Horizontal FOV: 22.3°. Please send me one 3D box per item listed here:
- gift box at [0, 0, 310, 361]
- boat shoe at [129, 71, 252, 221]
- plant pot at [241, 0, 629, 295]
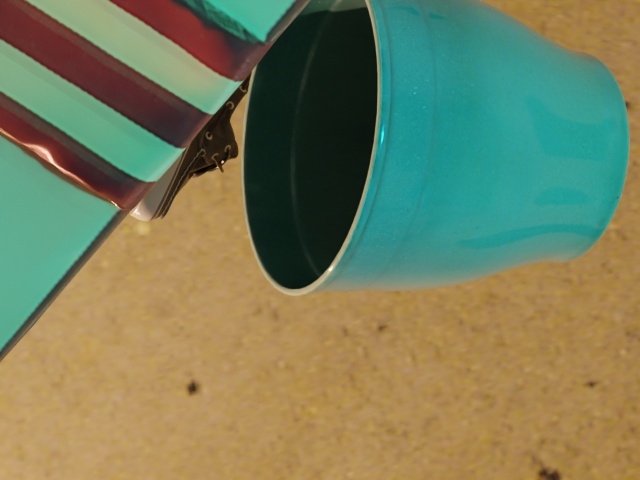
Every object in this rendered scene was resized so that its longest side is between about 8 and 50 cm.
[{"bbox_3d":[-0.110,-0.148,0.386,0.258,0.276,0.255,35,118,-14],"label":"gift box"},{"bbox_3d":[-0.112,-0.106,1.596,0.076,0.229,0.080,30,149,-13],"label":"boat shoe"},{"bbox_3d":[0.102,-0.083,1.336,0.271,0.255,0.272,-176,90,-66],"label":"plant pot"}]
